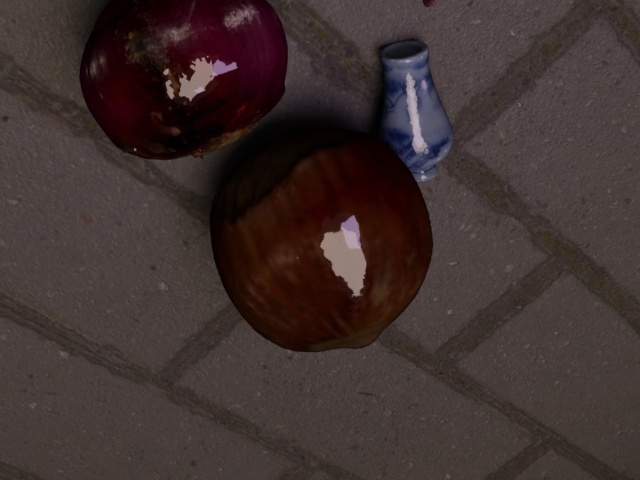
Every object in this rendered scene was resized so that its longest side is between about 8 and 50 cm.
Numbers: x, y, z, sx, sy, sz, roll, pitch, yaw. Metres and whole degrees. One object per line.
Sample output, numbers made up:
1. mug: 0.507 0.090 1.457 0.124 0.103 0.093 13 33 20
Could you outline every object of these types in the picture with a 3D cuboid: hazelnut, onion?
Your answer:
1. hazelnut: 0.000 0.000 1.782 0.420 0.353 0.421 2 98 15
2. onion: -0.239 -0.320 1.553 0.347 0.348 0.385 -27 95 6

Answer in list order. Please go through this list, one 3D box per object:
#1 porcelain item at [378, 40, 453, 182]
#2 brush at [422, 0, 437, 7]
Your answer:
1. porcelain item: 0.170 -0.232 1.824 0.141 0.141 0.259 -14 120 -5
2. brush: 0.230 -0.494 1.651 0.047 0.103 0.233 18 121 -26
